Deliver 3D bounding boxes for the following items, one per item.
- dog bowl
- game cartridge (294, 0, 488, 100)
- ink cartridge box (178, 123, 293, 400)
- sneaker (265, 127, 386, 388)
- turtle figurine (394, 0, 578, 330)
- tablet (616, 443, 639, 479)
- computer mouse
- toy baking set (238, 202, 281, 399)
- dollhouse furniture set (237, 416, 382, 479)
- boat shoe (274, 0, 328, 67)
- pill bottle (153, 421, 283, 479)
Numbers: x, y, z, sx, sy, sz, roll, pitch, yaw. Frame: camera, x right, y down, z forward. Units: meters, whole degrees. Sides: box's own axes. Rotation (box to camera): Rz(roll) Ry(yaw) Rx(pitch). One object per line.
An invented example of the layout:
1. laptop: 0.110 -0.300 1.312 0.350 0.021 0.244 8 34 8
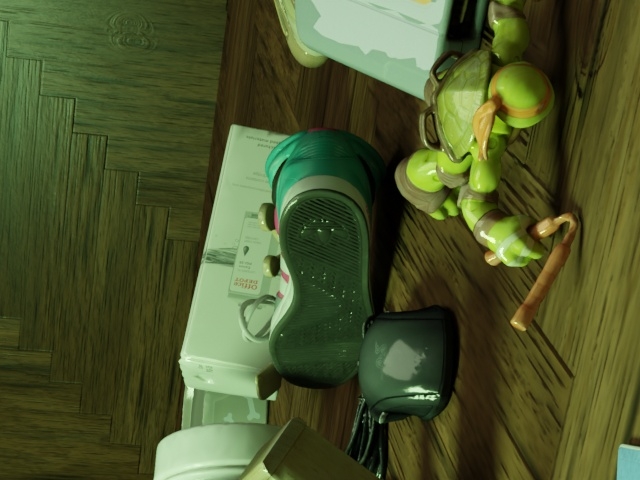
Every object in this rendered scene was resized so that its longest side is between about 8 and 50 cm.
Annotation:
1. dog bowl: -0.153 0.281 2.140 0.349 0.102 0.348 -174 90 -79
2. game cartridge: 0.063 -0.276 1.097 0.198 0.062 0.297 27 118 39
3. ink cartridge box: -0.078 0.033 1.621 0.207 0.117 0.283 100 -179 -75
4. sneaker: 0.000 0.000 1.378 0.295 0.124 0.178 95 180 -45
5. turtle figurine: 0.105 -0.071 0.911 0.217 0.087 0.269 148 127 -77
6. tablet: 0.167 0.133 0.691 0.083 0.006 0.054 157 117 -80
7. computer mouse: 0.051 0.147 1.182 0.262 0.060 0.184 156 120 -79
8. toy baking set: -0.031 0.048 1.473 0.197 0.030 0.256 22 -108 -60
9. dollhouse furniture set: -0.062 0.321 0.926 0.355 0.174 0.303 -53 -1 -24
10. boat shoe: -0.024 -0.369 1.692 0.110 0.122 0.341 111 160 -55
11. pill bottle: -0.085 0.399 1.337 0.229 0.229 0.407 114 159 -60
